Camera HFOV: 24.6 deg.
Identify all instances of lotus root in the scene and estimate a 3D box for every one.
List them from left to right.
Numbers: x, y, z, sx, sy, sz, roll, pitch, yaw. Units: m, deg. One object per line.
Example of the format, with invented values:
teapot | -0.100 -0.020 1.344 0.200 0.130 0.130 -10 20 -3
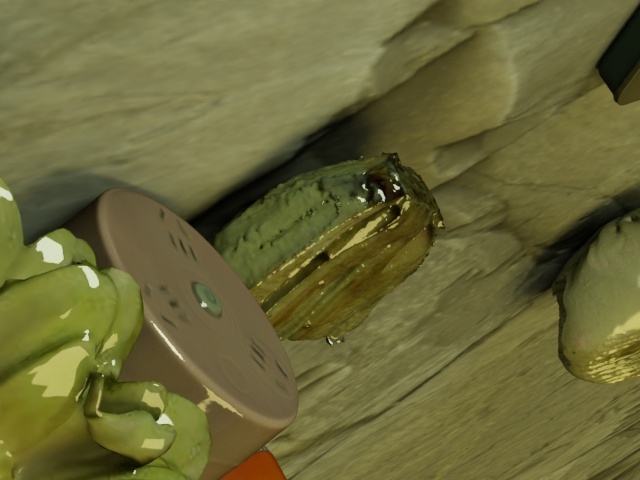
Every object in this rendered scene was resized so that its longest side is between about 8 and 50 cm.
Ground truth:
lotus root | -0.001 -0.003 0.867 0.144 0.070 0.143 -40 153 22

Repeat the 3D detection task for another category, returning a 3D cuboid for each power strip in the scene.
power strip | -0.084 0.052 0.739 0.078 0.154 0.154 -38 159 13

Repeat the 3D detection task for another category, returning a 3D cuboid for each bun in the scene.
bun | 0.283 0.044 1.315 0.193 0.128 0.178 -16 153 -16

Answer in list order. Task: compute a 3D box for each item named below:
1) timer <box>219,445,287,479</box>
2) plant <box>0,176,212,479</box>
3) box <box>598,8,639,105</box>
timer | -0.078 0.229 1.165 0.136 0.136 0.099 -37 164 5
plant | -0.209 0.095 0.548 0.306 0.297 0.261 -48 144 -2
box | 0.243 -0.148 0.979 0.091 0.031 0.126 -19 152 -36
